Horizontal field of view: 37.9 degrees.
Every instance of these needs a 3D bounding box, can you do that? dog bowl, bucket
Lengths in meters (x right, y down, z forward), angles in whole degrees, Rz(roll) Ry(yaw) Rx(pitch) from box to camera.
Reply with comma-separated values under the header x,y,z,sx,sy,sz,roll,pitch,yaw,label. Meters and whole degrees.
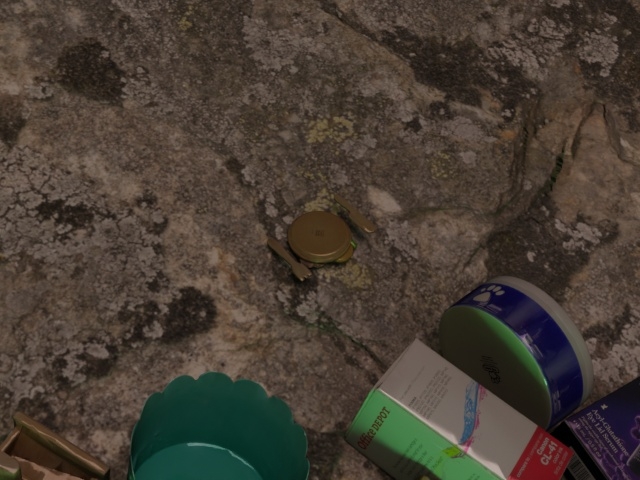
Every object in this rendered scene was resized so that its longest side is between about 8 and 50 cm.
x,y,z,sx,sy,sz,roll,pitch,yaw,label
0.328,0.199,1.591,0.104,0.265,0.265,-29,68,-26,dog bowl
-0.162,0.358,1.388,0.281,0.183,0.281,10,46,-11,bucket

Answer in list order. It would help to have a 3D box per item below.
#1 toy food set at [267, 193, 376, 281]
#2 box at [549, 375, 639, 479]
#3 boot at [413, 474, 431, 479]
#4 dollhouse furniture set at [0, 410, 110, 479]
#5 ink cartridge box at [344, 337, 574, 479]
x,y,z,sx,sy,sz,roll,pitch,yaw,label
0.000,0.000,1.788,0.192,0.038,0.132,-33,63,-25,toy food set
0.524,0.354,1.632,0.207,0.108,0.153,-23,64,-26,box
0.138,0.512,1.438,0.248,0.090,0.207,-36,89,-7,boot
-0.420,0.316,1.243,0.362,0.394,0.256,30,54,6,dollhouse furniture set
0.214,0.331,1.497,0.306,0.226,0.131,37,56,11,ink cartridge box
